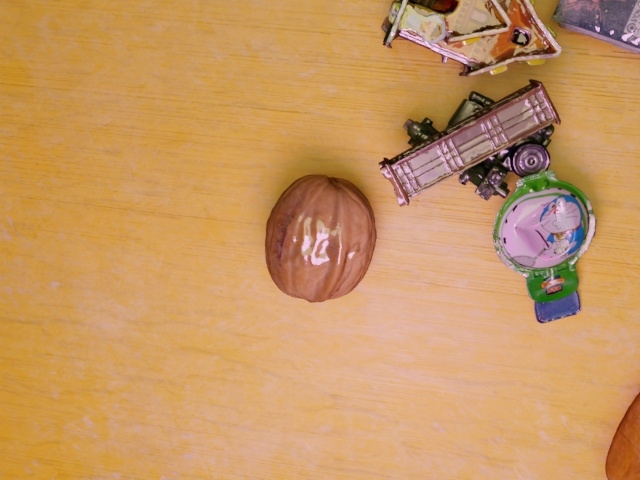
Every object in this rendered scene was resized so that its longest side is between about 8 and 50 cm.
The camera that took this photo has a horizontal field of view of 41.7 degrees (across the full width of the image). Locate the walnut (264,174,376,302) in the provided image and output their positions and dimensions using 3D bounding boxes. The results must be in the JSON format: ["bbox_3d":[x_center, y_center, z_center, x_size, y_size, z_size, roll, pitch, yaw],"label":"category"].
[{"bbox_3d":[0.000,0.000,1.665,0.225,0.225,0.261,9,103,8],"label":"walnut"}]

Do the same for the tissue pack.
[{"bbox_3d":[0.596,-0.512,1.540,0.228,0.103,0.315,27,104,21],"label":"tissue pack"}]

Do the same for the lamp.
[{"bbox_3d":[0.269,-0.179,1.542,0.325,0.089,0.090,-27,102,8],"label":"lamp"}]

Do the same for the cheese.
[{"bbox_3d":[0.444,0.017,1.641,0.204,0.083,0.320,-16,111,1],"label":"cheese"}]

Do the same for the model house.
[{"bbox_3d":[0.313,-0.459,1.531,0.324,0.300,0.340,22,103,-3],"label":"model house"}]

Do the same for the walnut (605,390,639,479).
[{"bbox_3d":[0.666,0.398,1.617,0.209,0.209,0.336,31,112,4],"label":"walnut"}]

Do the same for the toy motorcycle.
[{"bbox_3d":[0.310,-0.198,1.637,0.275,0.127,0.205,34,103,0],"label":"toy motorcycle"}]
